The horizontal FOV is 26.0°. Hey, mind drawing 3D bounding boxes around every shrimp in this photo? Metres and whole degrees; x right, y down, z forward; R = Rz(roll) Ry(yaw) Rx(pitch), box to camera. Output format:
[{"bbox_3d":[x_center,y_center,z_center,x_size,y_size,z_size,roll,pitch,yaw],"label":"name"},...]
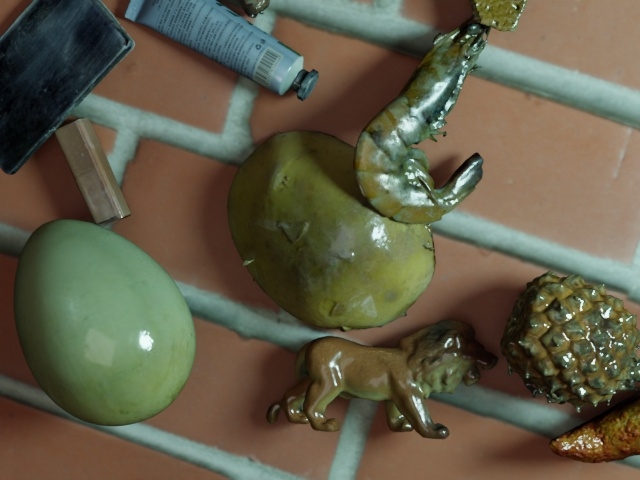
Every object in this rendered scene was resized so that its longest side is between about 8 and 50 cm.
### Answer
[{"bbox_3d":[0.163,-0.151,1.753,0.169,0.058,0.296,42,82,-23],"label":"shrimp"}]

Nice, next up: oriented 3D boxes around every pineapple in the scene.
[{"bbox_3d":[0.326,0.133,1.735,0.193,0.166,0.166,25,102,1],"label":"pineapple"}]

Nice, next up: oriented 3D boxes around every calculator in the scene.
[{"bbox_3d":[-0.379,-0.225,1.855,0.262,0.021,0.161,-44,72,14],"label":"calculator"}]

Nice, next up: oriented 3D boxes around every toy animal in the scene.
[{"bbox_3d":[0.076,0.177,1.827,0.313,0.097,0.157,3,88,11],"label":"toy animal"}]

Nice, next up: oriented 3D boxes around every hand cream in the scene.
[{"bbox_3d":[-0.126,-0.268,1.810,0.271,0.058,0.091,30,114,8],"label":"hand cream"}]

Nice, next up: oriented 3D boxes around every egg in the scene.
[{"bbox_3d":[-0.291,0.103,1.810,0.218,0.218,0.295,-40,77,13],"label":"egg"}]

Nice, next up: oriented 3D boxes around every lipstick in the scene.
[{"bbox_3d":[-0.307,-0.091,1.871,0.045,0.045,0.145,-23,92,14],"label":"lipstick"}]

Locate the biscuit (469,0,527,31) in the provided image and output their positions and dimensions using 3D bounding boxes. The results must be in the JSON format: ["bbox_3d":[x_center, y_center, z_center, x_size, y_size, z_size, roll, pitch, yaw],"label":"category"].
[{"bbox_3d":[0.218,-0.385,1.726,0.131,0.026,0.236,18,91,10],"label":"biscuit"}]

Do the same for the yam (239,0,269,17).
[{"bbox_3d":[-0.136,-0.410,1.792,0.046,0.046,0.264,-27,93,13],"label":"yam"}]

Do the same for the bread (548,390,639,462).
[{"bbox_3d":[0.423,0.230,1.738,0.269,0.139,0.095,-29,68,17],"label":"bread"}]

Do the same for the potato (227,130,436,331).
[{"bbox_3d":[0.000,0.000,1.799,0.299,0.116,0.239,45,107,3],"label":"potato"}]
